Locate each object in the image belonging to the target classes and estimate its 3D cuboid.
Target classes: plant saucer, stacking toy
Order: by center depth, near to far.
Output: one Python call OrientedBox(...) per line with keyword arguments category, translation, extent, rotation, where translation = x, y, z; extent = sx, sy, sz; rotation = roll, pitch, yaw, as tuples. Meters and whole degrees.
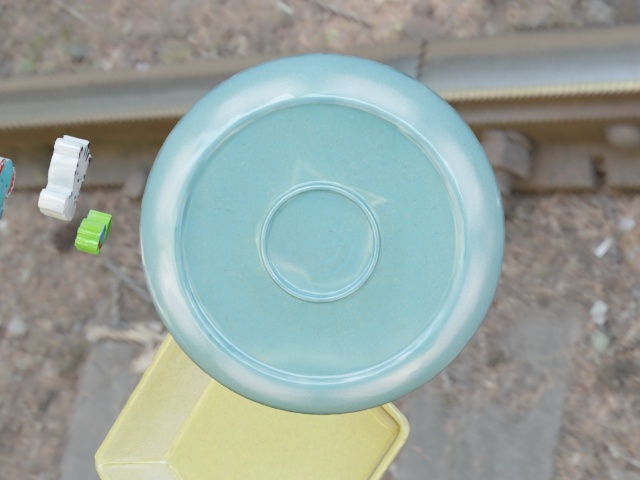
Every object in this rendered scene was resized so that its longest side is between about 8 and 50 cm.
OrientedBox(category="stacking toy", translation=(-0.231, -0.046, 1.141), extent=(0.167, 0.221, 0.052), rotation=(15, 81, 3))
OrientedBox(category="plant saucer", translation=(0.000, 0.000, 1.446), extent=(0.317, 0.044, 0.318), rotation=(0, 99, 3))
OrientedBox(category="plant saucer", translation=(-0.065, 0.227, 1.857), extent=(0.333, 0.081, 0.333), rotation=(44, 112, 34))
